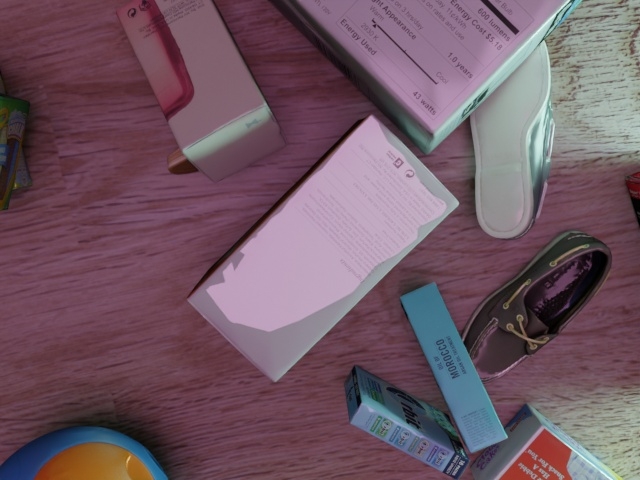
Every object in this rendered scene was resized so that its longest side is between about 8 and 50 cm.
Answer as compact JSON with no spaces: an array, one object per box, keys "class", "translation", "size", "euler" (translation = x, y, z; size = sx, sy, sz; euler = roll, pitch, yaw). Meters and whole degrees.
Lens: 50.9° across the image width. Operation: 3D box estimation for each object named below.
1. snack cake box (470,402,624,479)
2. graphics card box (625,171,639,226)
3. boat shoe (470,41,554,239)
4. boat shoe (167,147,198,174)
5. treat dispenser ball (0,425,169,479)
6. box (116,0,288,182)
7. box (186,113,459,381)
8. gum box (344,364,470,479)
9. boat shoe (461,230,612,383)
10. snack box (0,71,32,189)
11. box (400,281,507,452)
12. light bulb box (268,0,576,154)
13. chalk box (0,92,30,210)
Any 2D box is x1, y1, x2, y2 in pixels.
[{"class":"snack cake box","translation":[0.400,0.416,1.106],"size":[0.264,0.089,0.152],"euler":[39,98,-6]},{"class":"graphics card box","translation":[0.590,0.071,0.986],"size":[0.094,0.233,0.371],"euler":[-20,98,1]},{"class":"boat shoe","translation":[0.298,-0.159,1.026],"size":[0.116,0.099,0.320],"euler":[3,87,34]},{"class":"boat shoe","translation":[-0.163,-0.159,1.026],"size":[0.170,0.063,0.059],"euler":[-27,75,3]},{"class":"treat dispenser ball","translation":[-0.360,0.424,0.991],"size":[0.288,0.288,0.288],"euler":[0,99,-1]},{"class":"box","translation":[-0.160,-0.221,0.929],"size":[0.126,0.148,0.232],"euler":[-27,75,2]},{"class":"box","translation":[0.000,0.000,0.971],"size":[0.168,0.215,0.345],"euler":[45,95,-7]},{"class":"gum box","translation":[0.128,0.278,1.045],"size":[0.184,0.157,0.041],"euler":[28,98,-6]},{"class":"boat shoe","translation":[0.332,0.112,1.056],"size":[0.109,0.091,0.305],"euler":[40,96,-6]},{"class":"snack box","translation":[-0.553,-0.161,1.007],"size":[0.174,0.070,0.207],"euler":[-13,100,0]},{"class":"box","translation":[0.197,0.191,1.019],"size":[0.060,0.100,0.244],"euler":[-24,76,3]},{"class":"light bulb box","translation":[0.149,-0.371,0.887],"size":[0.361,0.225,0.358],"euler":[-45,87,5]},{"class":"chalk box","translation":[-0.490,-0.153,0.913],"size":[0.132,0.132,0.213],"euler":[15,95,-7]}]
